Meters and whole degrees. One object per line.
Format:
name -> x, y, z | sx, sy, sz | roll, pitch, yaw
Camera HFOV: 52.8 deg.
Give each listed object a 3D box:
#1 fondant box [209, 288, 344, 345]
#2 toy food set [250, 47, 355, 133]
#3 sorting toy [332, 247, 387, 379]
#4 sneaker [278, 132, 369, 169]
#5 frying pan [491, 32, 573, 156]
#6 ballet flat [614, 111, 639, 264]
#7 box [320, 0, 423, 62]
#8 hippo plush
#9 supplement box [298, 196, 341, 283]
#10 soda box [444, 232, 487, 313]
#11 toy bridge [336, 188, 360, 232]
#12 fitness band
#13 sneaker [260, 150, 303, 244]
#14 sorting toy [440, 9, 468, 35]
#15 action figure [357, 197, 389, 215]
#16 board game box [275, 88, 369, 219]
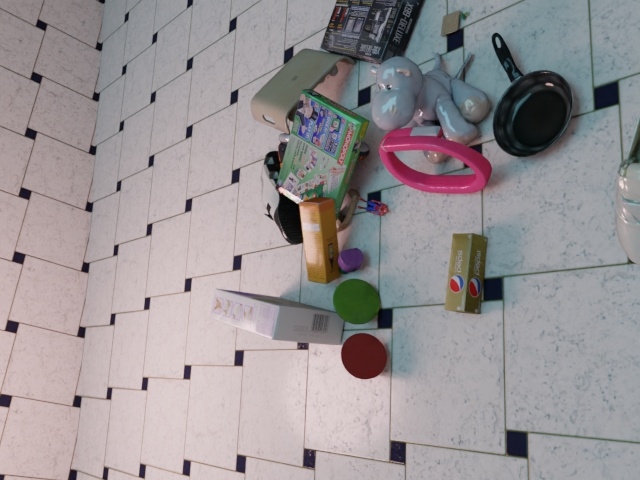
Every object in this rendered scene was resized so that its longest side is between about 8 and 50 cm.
fondant box -> -0.128, 0.216, 1.841 | 0.330, 0.238, 0.096 | 6, 85, 50
toy food set -> -0.058, -0.470, 2.001 | 0.306, 0.092, 0.220 | -47, 40, -9
sorting toy -> 0.087, 0.205, 1.728 | 0.126, 0.127, 0.365 | 113, 154, -61
sneaker -> 0.008, -0.222, 1.914 | 0.321, 0.124, 0.180 | 13, 109, 40
frying pan -> 0.444, -0.316, 1.465 | 0.197, 0.053, 0.326 | -56, 42, 23
ballet flat -> 0.606, -0.156, 1.171 | 0.139, 0.139, 0.400 | 16, 92, 50
box -> 0.149, -0.649, 1.880 | 0.307, 0.076, 0.242 | 30, 103, 49
hippo plush -> 0.253, -0.350, 1.552 | 0.234, 0.236, 0.294 | 19, 95, 50
supplement box -> 0.000, 0.000, 1.804 | 0.080, 0.078, 0.233 | 3, 107, 38
soda box -> 0.334, 0.075, 1.477 | 0.058, 0.061, 0.181 | -2, 78, 50
toy bridge -> 0.054, -0.061, 1.870 | 0.188, 0.026, 0.063 | -51, 47, 28
fitness band -> 0.263, -0.182, 1.518 | 0.291, 0.209, 0.054 | 8, 63, 49
sneaker -> -0.116, -0.110, 2.031 | 0.146, 0.122, 0.330 | 124, 138, -49
sorting toy -> 0.349, -0.567, 1.673 | 0.083, 0.012, 0.062 | 0, 75, 53
action figure -> 0.147, -0.091, 1.770 | 0.115, 0.030, 0.038 | 19, 89, 48
board game box -> -0.002, -0.233, 1.806 | 0.213, 0.046, 0.317 | 34, 123, 25
